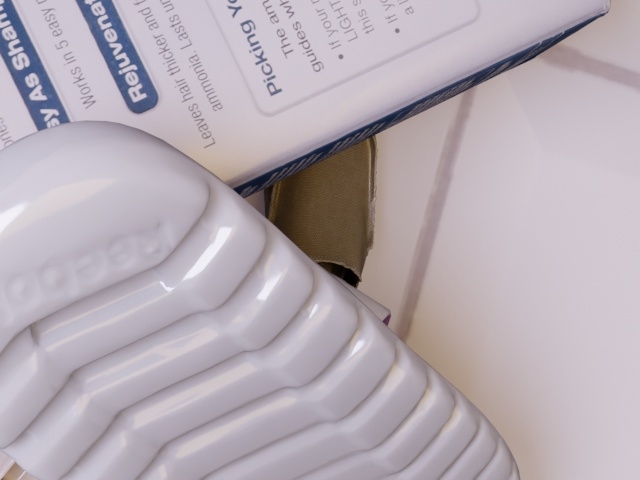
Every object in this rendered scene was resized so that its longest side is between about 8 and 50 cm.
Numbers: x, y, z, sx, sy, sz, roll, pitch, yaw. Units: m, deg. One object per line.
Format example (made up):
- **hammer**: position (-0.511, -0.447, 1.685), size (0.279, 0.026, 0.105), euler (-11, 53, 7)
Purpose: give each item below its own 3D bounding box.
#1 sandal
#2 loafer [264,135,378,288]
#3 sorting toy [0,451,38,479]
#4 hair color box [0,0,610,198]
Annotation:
- **sandal**: position (-0.023, 0.082, 0.671), size (0.169, 0.102, 0.416), euler (-34, 136, -5)
- **loafer**: position (0.000, 0.000, 0.737), size (0.056, 0.050, 0.148), euler (7, 95, -18)
- **sorting toy**: position (-0.134, 0.125, 0.717), size (0.075, 0.045, 0.083), euler (42, 83, -25)
- **hair color box**: position (-0.075, -0.093, 0.657), size (0.347, 0.105, 0.174), euler (-26, 90, -13)
